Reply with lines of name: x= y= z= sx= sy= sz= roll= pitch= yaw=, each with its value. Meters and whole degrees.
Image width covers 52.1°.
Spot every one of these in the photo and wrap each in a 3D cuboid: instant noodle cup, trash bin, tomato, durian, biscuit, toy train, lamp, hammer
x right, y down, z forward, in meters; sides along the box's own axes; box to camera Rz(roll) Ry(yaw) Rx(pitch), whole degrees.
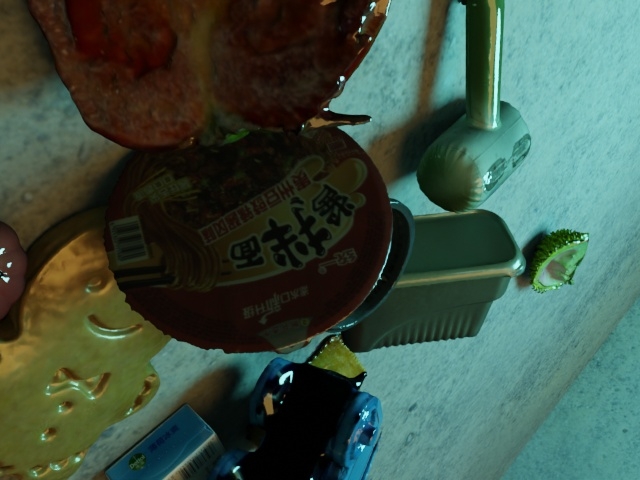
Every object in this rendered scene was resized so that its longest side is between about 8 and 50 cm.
instant noodle cup: x=-0.069 y=-0.004 z=0.652 sx=0.274 sy=0.274 sz=0.091 roll=-39 pitch=162 yaw=-20
trash bin: x=0.000 y=0.000 z=0.801 sx=0.175 sy=0.161 sz=0.175 roll=-29 pitch=136 yaw=-33
tomato: x=-0.074 y=-0.219 z=0.513 sx=0.170 sy=0.309 sz=0.309 roll=-51 pitch=161 yaw=-65
durian: x=0.546 y=0.041 z=1.532 sx=0.137 sy=0.095 sz=0.221 roll=-11 pitch=139 yaw=2
biscuit: x=-0.259 y=0.123 z=0.700 sx=0.355 sy=0.052 sz=0.275 roll=-54 pitch=145 yaw=1
toy train: x=-0.025 y=0.327 z=0.946 sx=0.300 sy=0.188 sz=0.265 roll=-62 pitch=158 yaw=-27
lamp: x=-0.298 y=0.024 z=0.537 sx=0.107 sy=0.092 sz=0.107 roll=3 pitch=85 yaw=-34
hammer: x=0.219 y=-0.217 z=0.921 sx=0.206 sy=0.119 sz=0.336 roll=-41 pitch=136 yaw=-40
biscuit: x=-0.012 y=0.289 z=1.156 sx=0.232 sy=0.013 sz=0.237 roll=-47 pitch=145 yaw=-11

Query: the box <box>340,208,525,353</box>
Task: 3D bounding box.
box: x=0.149 y=0.063 z=0.985 sx=0.274 sy=0.138 sz=0.178 roll=-5 pitch=135 yaw=-7

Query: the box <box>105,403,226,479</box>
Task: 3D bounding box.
box: x=-0.197 y=0.344 z=0.932 sx=0.139 sy=0.073 sz=0.194 roll=-39 pitch=142 yaw=-23
